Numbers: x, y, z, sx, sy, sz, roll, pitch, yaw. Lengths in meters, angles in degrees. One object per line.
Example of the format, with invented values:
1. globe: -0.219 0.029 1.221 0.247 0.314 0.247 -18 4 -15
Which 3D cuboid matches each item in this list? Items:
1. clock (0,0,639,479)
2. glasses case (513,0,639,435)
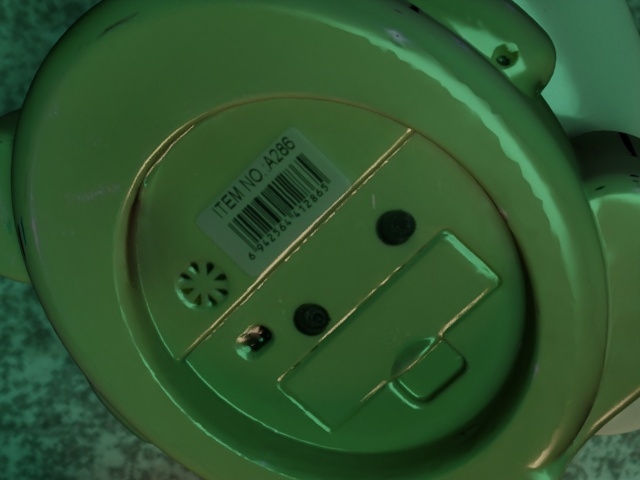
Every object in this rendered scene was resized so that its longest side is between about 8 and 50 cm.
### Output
1. clock: 0.000 0.000 0.532 0.309 0.114 0.284 43 113 -9
2. glasses case: 0.136 -0.028 0.608 0.113 0.075 0.297 -24 108 -3
